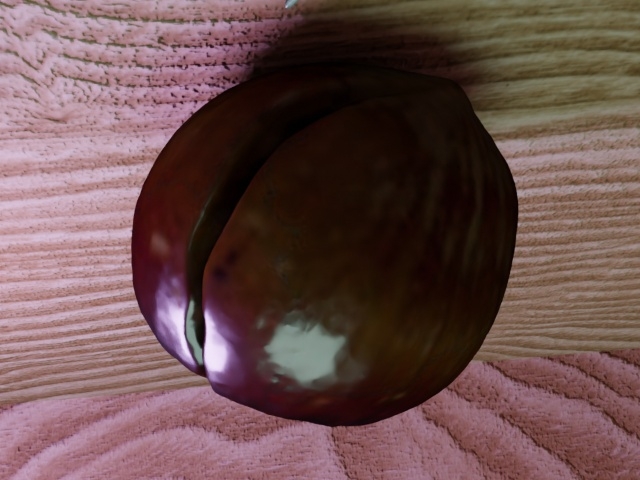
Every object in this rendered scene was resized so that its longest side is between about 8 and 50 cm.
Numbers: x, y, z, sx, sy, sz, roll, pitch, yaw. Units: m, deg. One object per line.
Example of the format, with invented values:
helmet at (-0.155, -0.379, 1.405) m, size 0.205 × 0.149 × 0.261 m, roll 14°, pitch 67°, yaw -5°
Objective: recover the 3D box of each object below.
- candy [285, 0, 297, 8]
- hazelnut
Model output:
candy at (0.011, -0.242, 1.015) m, size 0.061 × 0.061 × 0.202 m, roll 3°, pitch 168°, yaw -26°
hazelnut at (0.000, 0.000, 1.260) m, size 0.429 × 0.402 × 0.402 m, roll 14°, pitch 153°, yaw -43°
